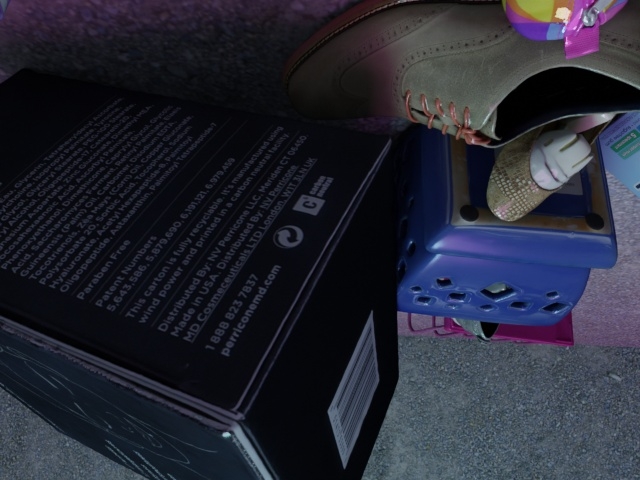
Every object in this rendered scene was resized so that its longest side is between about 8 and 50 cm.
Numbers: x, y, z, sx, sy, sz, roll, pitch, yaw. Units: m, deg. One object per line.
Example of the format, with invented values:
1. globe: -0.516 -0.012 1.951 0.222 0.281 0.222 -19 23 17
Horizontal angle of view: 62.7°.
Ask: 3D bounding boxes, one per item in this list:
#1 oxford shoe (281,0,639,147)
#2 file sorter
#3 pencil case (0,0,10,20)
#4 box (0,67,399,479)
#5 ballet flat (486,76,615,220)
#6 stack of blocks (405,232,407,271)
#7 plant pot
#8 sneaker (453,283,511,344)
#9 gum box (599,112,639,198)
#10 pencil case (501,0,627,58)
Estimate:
1. oxford shoe: 0.116 -0.149 0.480 0.349 0.130 0.123 -6 159 27
2. file sorter: 0.349 0.114 1.118 0.291 0.201 0.182 10 162 -18
3. pencil case: -0.210 -0.197 0.296 0.088 0.205 0.086 -9 151 11
4. box: -0.173 0.102 0.634 0.472 0.297 0.479 15 143 20
5. ballet flat: 0.233 -0.105 0.495 0.073 0.206 0.067 37 173 -18
6. stack of blocks: 0.000 0.000 0.891 0.298 0.171 0.087 2 162 2
7. plant pot: 0.210 -0.042 0.642 0.236 0.235 0.212 5 156 -2
8. sneaker: 0.323 0.050 0.880 0.105 0.115 0.281 11 116 -22
9. gum box: 0.412 -0.087 0.577 0.184 0.041 0.157 44 162 7
10. pencil case: 0.156 -0.221 0.307 0.105 0.104 0.236 -3 160 19
